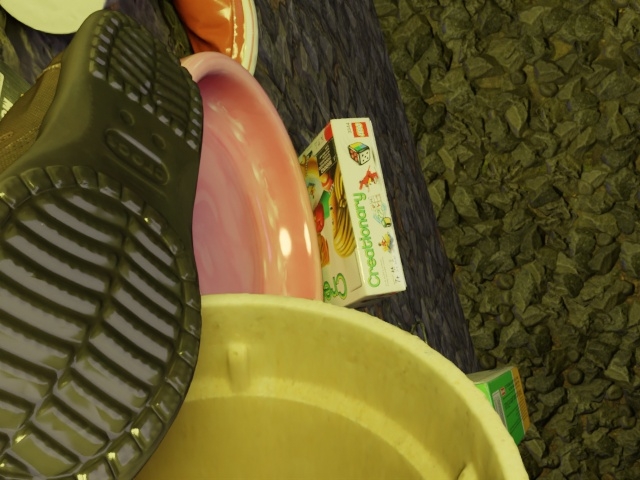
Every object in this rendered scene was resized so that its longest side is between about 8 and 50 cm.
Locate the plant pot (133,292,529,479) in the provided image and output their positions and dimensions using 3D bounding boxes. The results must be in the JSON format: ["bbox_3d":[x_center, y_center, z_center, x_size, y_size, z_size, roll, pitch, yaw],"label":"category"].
[{"bbox_3d":[-0.058,0.251,0.445,0.333,0.334,0.305,-75,164,-57],"label":"plant pot"}]

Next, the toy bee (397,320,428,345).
[{"bbox_3d":[0.048,0.260,1.051,0.195,0.162,0.298,178,-90,-77],"label":"toy bee"}]

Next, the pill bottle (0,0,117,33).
[{"bbox_3d":[-0.214,-0.284,0.680,0.221,0.121,0.121,-84,153,-46],"label":"pill bottle"}]

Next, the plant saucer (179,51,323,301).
[{"bbox_3d":[-0.090,-0.004,0.705,0.332,0.084,0.331,-12,90,-72],"label":"plant saucer"}]

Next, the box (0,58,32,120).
[{"bbox_3d":[-0.222,0.000,0.539,0.183,0.056,0.230,49,32,-53],"label":"box"}]

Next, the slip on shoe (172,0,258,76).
[{"bbox_3d":[-0.160,-0.331,0.932,0.101,0.123,0.331,-17,99,-40],"label":"slip on shoe"}]

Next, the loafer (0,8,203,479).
[{"bbox_3d":[-0.149,0.010,0.429,0.134,0.130,0.365,42,29,-28],"label":"loafer"}]

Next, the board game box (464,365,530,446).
[{"bbox_3d":[0.024,0.183,0.712,0.242,0.317,0.064,17,61,-69],"label":"board game box"}]

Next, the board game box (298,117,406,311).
[{"bbox_3d":[0.000,0.000,0.916,0.305,0.053,0.192,141,-60,-65],"label":"board game box"}]
